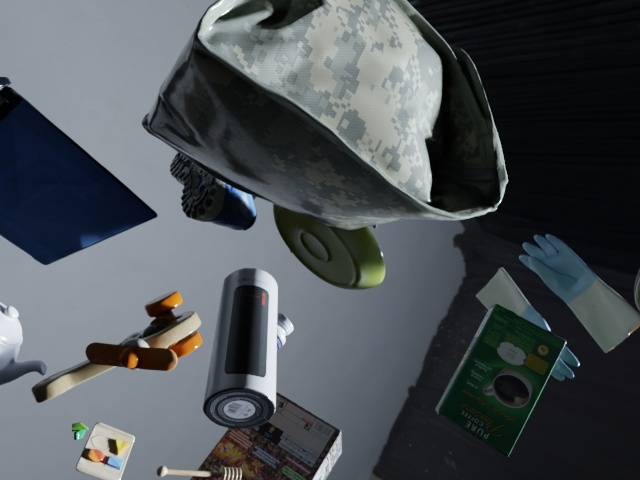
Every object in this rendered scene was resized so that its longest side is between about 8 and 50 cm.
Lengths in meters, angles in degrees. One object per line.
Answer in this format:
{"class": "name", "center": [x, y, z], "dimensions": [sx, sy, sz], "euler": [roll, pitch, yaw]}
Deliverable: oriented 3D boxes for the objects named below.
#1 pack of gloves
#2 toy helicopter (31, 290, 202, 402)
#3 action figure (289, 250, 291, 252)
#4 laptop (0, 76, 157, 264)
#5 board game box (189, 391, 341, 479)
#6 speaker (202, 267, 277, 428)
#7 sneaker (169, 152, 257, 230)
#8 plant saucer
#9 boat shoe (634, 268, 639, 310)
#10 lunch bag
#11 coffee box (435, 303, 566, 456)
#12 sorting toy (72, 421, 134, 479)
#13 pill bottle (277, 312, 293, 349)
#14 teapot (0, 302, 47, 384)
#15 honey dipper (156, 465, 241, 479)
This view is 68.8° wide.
{"class": "pack of gloves", "center": [0.388, 0.113, 0.815], "dimensions": [0.046, 0.232, 0.195], "euler": [10, 126, -36]}
{"class": "toy helicopter", "center": [-0.421, 0.246, 0.982], "dimensions": [0.355, 0.235, 0.140], "euler": [-25, 99, -15]}
{"class": "action figure", "center": [-0.013, 0.029, 1.549], "dimensions": [0.276, 0.164, 0.141], "euler": [10, 119, -19]}
{"class": "laptop", "center": [-0.551, -0.050, 0.682], "dimensions": [0.408, 0.382, 0.236], "euler": [-28, 99, -57]}
{"class": "board game box", "center": [-0.121, 0.532, 1.086], "dimensions": [0.291, 0.232, 0.141], "euler": [-49, 150, -35]}
{"class": "speaker", "center": [-0.065, 0.086, 0.404], "dimensions": [0.055, 0.136, 0.055], "euler": [-2, 127, -2]}
{"class": "sneaker", "center": [-0.208, -0.124, 0.954], "dimensions": [0.130, 0.330, 0.147], "euler": [-44, 131, 18]}
{"class": "plant saucer", "center": [0.000, 0.000, 0.780], "dimensions": [0.037, 0.241, 0.241], "euler": [-43, 126, -25]}
{"class": "boat shoe", "center": [0.600, -0.019, 0.711], "dimensions": [0.095, 0.112, 0.335], "euler": [14, 107, -60]}
{"class": "lunch bag", "center": [0.008, -0.112, 0.453], "dimensions": [0.287, 0.235, 0.169], "euler": [34, 73, -23]}
{"class": "coffee box", "center": [0.259, 0.197, 0.679], "dimensions": [0.184, 0.113, 0.040], "euler": [-60, 169, -7]}
{"class": "sorting toy", "center": [-0.283, 0.263, 0.594], "dimensions": [0.083, 0.012, 0.062], "euler": [35, 33, -22]}
{"class": "pill bottle", "center": [-0.161, 0.289, 1.355], "dimensions": [0.169, 0.094, 0.094], "euler": [-40, 124, -28]}
{"class": "teapot", "center": [-0.798, 0.213, 1.084], "dimensions": [0.187, 0.252, 0.256], "euler": [-38, 138, -10]}
{"class": "honey dipper", "center": [-0.227, 0.436, 0.879], "dimensions": [0.161, 0.030, 0.030], "euler": [20, 86, -27]}
